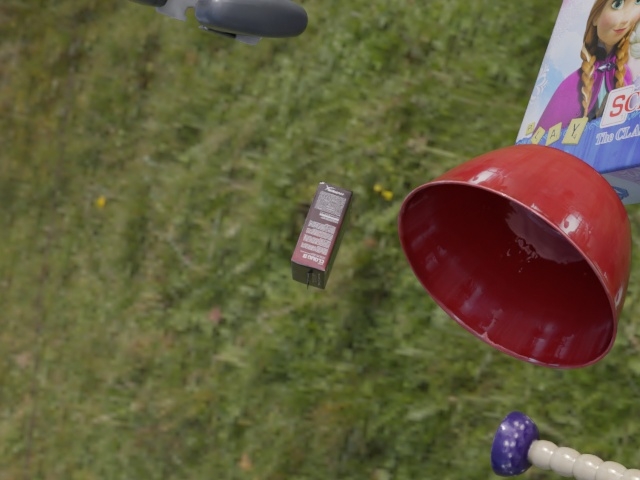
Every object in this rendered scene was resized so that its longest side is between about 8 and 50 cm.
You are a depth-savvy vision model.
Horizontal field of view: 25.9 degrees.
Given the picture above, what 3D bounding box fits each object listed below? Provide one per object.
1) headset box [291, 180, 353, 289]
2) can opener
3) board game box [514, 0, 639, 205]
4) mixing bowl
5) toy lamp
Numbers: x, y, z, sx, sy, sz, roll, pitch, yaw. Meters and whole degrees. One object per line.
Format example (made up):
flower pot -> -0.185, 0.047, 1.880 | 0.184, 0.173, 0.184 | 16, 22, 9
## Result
headset box -> 0.000, 0.000, 1.187 | 0.062, 0.032, 0.083 | 90, -162, -72
can opener -> -0.131, -0.227, 1.136 | 0.095, 0.283, 0.076 | 19, 94, 49
board game box -> 0.324, -0.189, 1.290 | 0.318, 0.066, 0.318 | -11, 55, 62
mixing bowl -> 0.158, -0.003, 1.019 | 0.098, 0.181, 0.181 | -48, 19, -28
toy lamp -> 0.303, 0.235, 1.360 | 0.274, 0.080, 0.080 | 16, 94, 34
